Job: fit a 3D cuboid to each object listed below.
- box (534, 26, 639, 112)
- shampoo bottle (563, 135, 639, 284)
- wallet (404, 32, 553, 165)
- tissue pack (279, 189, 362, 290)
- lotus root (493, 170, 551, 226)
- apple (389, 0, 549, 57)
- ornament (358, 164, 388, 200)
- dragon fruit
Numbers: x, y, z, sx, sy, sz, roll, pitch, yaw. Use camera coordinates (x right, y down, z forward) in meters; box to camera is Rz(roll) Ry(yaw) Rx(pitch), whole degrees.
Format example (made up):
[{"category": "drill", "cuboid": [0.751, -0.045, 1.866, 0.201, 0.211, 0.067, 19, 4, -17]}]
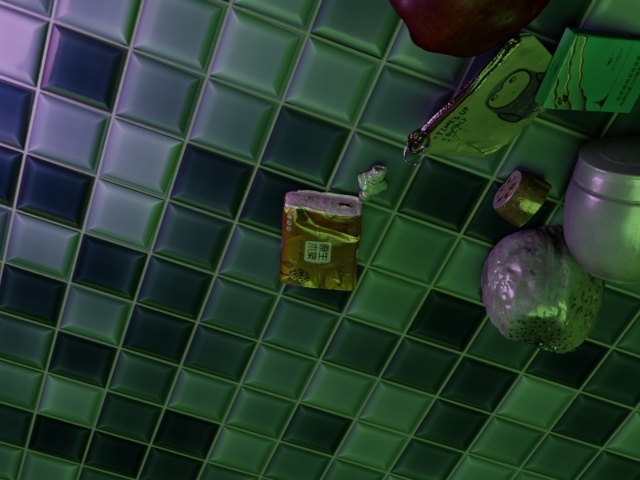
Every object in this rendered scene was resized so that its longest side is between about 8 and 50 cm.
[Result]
[{"category": "box", "cuboid": [0.551, -0.334, 1.760, 0.229, 0.041, 0.162, -2, 129, -25]}, {"category": "shampoo bottle", "cuboid": [0.646, -0.069, 1.849, 0.273, 0.273, 0.266, -1, 119, 5]}, {"category": "wallet", "cuboid": [0.343, -0.266, 1.785, 0.275, 0.068, 0.335, 3, 139, -49]}, {"category": "tissue pack", "cuboid": [0.000, 0.000, 2.054, 0.183, 0.092, 0.226, 5, 128, 0]}, {"category": "lotus root", "cuboid": [0.440, -0.092, 1.944, 0.081, 0.112, 0.122, 31, 123, -10]}, {"category": "apple", "cuboid": [0.277, -0.485, 1.581, 0.288, 0.288, 0.317, 31, 138, -17]}, {"category": "ornament", "cuboid": [0.117, -0.131, 1.985, 0.069, 0.041, 0.092, 3, 135, 9]}, {"category": "dragon fruit", "cuboid": [0.519, 0.109, 2.020, 0.283, 0.221, 0.204, 13, 131, -2]}]
